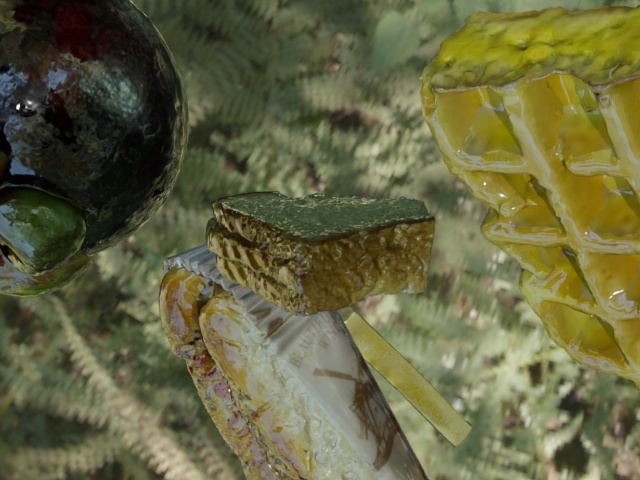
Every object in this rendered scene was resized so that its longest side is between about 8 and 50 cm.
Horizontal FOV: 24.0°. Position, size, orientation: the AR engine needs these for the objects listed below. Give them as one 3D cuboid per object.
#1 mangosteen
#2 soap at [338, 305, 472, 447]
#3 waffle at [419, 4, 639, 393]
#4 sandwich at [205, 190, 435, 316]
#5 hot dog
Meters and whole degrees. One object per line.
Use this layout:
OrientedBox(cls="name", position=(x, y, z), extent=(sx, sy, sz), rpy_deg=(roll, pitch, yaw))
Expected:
OrientedBox(cls="mangosteen", position=(-0.267, -0.095, 1.286), extent=(0.300, 0.300, 0.300), rpy_deg=(9, 126, 13))
OrientedBox(cls="soap", position=(0.080, 0.143, 1.723), extent=(0.037, 0.092, 0.252), rpy_deg=(-45, 125, 0))
OrientedBox(cls="waffle", position=(0.174, 0.007, 0.579), extent=(0.229, 0.057, 0.219), rpy_deg=(3, 136, 39))
OrientedBox(cls="sandwich", position=(0.000, 0.000, 0.687), extent=(0.105, 0.093, 0.035), rpy_deg=(20, 115, 51))
OrientedBox(cls="hot dog", position=(-0.009, 0.111, 0.869), extent=(0.144, 0.075, 0.268), rpy_deg=(3, 129, 58))
